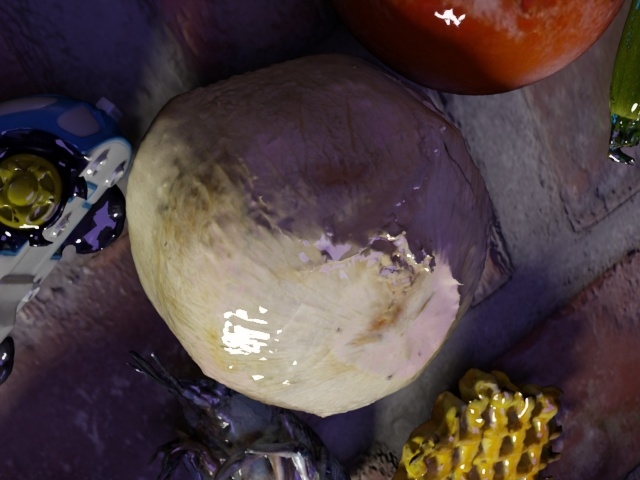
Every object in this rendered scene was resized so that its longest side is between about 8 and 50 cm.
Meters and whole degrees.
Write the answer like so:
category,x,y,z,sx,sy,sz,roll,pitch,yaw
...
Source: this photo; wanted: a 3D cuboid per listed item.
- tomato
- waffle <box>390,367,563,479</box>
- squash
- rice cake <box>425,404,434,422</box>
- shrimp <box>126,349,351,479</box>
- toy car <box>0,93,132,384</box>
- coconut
category,x,y,z,sx,sy,sz,roll,pitch,yaw
tomato,0.127,-0.248,0.768,0.264,0.265,0.265,-9,113,-22
waffle,0.159,0.291,1.071,0.329,0.062,0.329,-22,128,-31
squash,0.363,-0.236,0.983,0.087,0.087,0.332,1,110,-26
rice cake,0.106,0.284,1.092,0.033,0.033,0.208,21,98,-41
shrimp,-0.053,0.220,0.908,0.372,0.172,0.137,41,56,-46
toy car,-0.280,0.000,0.722,0.166,0.198,0.314,38,88,0
coconut,0.000,0.000,0.765,0.297,0.254,0.297,-29,141,-27
